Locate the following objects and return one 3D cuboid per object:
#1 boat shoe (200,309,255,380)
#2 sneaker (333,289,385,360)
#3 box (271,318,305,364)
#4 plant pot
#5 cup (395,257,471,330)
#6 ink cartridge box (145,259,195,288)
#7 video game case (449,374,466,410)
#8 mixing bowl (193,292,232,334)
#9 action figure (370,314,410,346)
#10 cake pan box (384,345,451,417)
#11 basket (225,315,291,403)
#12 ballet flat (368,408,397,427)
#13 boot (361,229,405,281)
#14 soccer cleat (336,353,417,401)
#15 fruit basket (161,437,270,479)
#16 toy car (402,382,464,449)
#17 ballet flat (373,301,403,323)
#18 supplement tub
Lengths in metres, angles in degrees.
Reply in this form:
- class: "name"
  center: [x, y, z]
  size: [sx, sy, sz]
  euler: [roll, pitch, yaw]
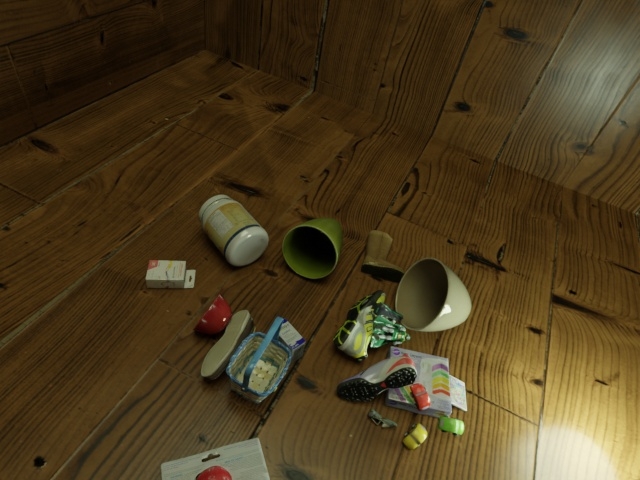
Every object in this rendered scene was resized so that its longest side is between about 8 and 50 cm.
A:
- class: "boat shoe"
  center: [-0.352, 0.422, 1.731]
  size: [0.117, 0.096, 0.324]
  euler: [-10, 33, 29]
- class: "sneaker"
  center: [0.195, 0.366, 1.921]
  size: [0.147, 0.145, 0.384]
  euler: [47, 47, -5]
- class: "box"
  center: [-0.134, 0.410, 1.780]
  size: [0.072, 0.126, 0.137]
  euler: [-29, 58, -33]
- class: "plant pot"
  center: [0.000, 0.000, 2.150]
  size: [0.275, 0.274, 0.293]
  euler: [24, 30, 11]
- class: "cup"
  center: [0.533, 0.272, 1.976]
  size: [0.237, 0.331, 0.331]
  euler: [23, 39, -26]
- class: "ink cartridge box"
  center: [-0.664, 0.151, 1.958]
  size: [0.198, 0.067, 0.115]
  euler: [2, 45, -12]
- class: "video game case"
  center: [0.557, 0.620, 1.786]
  size: [0.087, 0.011, 0.122]
  euler: [31, 41, -17]
- class: "mixing bowl"
  center: [-0.428, 0.317, 1.794]
  size: [0.098, 0.181, 0.181]
  euler: [38, 45, -7]
- class: "action figure"
  center: [0.312, 0.402, 1.880]
  size: [0.232, 0.137, 0.063]
  euler: [18, 0, -43]
- class: "cake pan box"
  center: [0.390, 0.571, 1.784]
  size: [0.267, 0.070, 0.245]
  euler: [13, 42, 1]
- class: "basket"
  center: [-0.218, 0.441, 1.612]
  size: [0.201, 0.289, 0.254]
  euler: [24, 47, 11]
- class: "ballet flat"
  center: [0.232, 0.684, 1.660]
  size: [0.114, 0.041, 0.041]
  euler: [27, 46, 14]
- class: "boot"
  center: [0.339, 0.071, 2.256]
  size: [0.236, 0.089, 0.269]
  euler: [18, 43, 5]
- class: "soccer cleat"
  center: [0.215, 0.534, 1.712]
  size: [0.318, 0.108, 0.116]
  euler: [-21, 21, 8]
- class: "fruit basket"
  center: [-0.308, 0.814, 1.350]
  size: [0.327, 0.165, 0.353]
  euler: [-8, 32, -20]
- class: "toy car"
  center: [0.433, 0.673, 1.637]
  size: [0.225, 0.053, 0.239]
  euler: [14, 70, 0]
- class: "ballet flat"
  center: [0.289, 0.323, 1.900]
  size: [0.203, 0.074, 0.074]
  euler: [35, 22, -48]
- class: "supplement tub"
  center: [-0.422, -0.053, 2.102]
  size: [0.228, 0.228, 0.316]
  euler: [-25, 55, -32]
